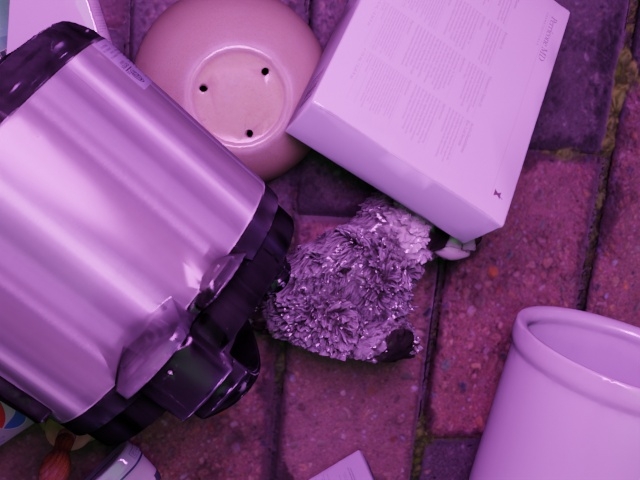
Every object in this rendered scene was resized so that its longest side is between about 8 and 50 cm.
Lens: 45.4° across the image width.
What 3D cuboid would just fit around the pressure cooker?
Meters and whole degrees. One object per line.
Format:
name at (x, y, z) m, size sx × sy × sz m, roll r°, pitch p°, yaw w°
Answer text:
pressure cooker at (-0.233, 0.019, 0.863) m, size 0.420 × 0.369 × 0.376 m, roll 41°, pitch 137°, yaw -17°

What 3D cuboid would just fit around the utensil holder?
utensil holder at (0.407, 0.340, 1.175) m, size 0.328 × 0.327 × 0.385 m, roll 10°, pitch 104°, yaw -12°

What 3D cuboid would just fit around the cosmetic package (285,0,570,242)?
cosmetic package at (0.156, -0.228, 1.009) m, size 0.284 × 0.097 × 0.377 m, roll 30°, pitch 64°, yaw -13°

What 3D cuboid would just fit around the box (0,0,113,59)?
box at (-0.394, -0.242, 1.016) m, size 0.232 × 0.058 × 0.321 m, roll -14°, pitch 105°, yaw 4°

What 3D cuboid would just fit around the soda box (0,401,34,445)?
soda box at (-0.408, 0.194, 1.083) m, size 0.263 × 0.083 × 0.092 m, roll -34°, pitch 119°, yaw 20°

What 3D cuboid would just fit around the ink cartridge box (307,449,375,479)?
ink cartridge box at (0.002, 0.455, 1.189) m, size 0.224 × 0.223 × 0.045 m, roll -30°, pitch 113°, yaw 0°

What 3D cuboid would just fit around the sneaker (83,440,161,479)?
sneaker at (-0.360, 0.432, 1.192) m, size 0.258 × 0.094 × 0.091 m, roll -42°, pitch 102°, yaw 2°

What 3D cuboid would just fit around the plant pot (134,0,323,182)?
plant pot at (-0.114, -0.195, 1.020) m, size 0.284 × 0.191 × 0.284 m, roll -2°, pitch 105°, yaw -8°

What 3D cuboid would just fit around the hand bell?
hand bell at (-0.359, 0.288, 1.078) m, size 0.126 × 0.242 × 0.126 m, roll -2°, pitch 105°, yaw -9°

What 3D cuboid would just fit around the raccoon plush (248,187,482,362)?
raccoon plush at (0.000, 0.000, 1.092) m, size 0.447 × 0.216 × 0.299 m, roll 7°, pitch 95°, yaw -11°
